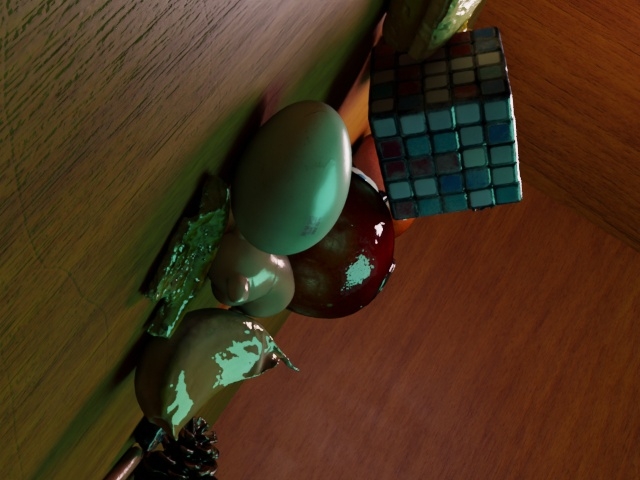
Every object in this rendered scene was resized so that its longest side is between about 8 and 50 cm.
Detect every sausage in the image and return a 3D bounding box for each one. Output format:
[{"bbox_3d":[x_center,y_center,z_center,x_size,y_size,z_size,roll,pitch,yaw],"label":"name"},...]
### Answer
[{"bbox_3d":[-0.479,0.556,1.897,0.186,0.043,0.043,-52,172,-52],"label":"sausage"}]

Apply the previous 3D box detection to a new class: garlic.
[{"bbox_3d":[-0.203,0.221,1.498,0.151,0.196,0.338,-25,178,44],"label":"garlic"}]

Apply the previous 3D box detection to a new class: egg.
[{"bbox_3d":[-0.044,-0.098,1.271,0.264,0.182,0.183,-67,171,27],"label":"egg"}]

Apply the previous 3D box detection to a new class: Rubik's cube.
[{"bbox_3d":[0.268,-0.252,1.736,0.293,0.291,0.287,-83,162,-47],"label":"Rubik's cube"}]

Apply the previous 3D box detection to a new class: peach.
[{"bbox_3d":[0.013,0.012,1.786,0.335,0.310,0.406,-53,177,-9],"label":"peach"}]

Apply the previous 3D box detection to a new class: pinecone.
[{"bbox_3d":[-0.389,0.622,2.211,0.244,0.244,0.309,-45,151,-67],"label":"pinecone"}]

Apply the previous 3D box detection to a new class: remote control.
[{"bbox_3d":[-0.313,0.328,1.941,0.399,0.062,0.144,-55,173,-11],"label":"remote control"}]

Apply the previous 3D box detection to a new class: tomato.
[{"bbox_3d":[0.185,-0.174,2.471,0.341,0.272,0.341,-45,-158,23],"label":"tomato"}]

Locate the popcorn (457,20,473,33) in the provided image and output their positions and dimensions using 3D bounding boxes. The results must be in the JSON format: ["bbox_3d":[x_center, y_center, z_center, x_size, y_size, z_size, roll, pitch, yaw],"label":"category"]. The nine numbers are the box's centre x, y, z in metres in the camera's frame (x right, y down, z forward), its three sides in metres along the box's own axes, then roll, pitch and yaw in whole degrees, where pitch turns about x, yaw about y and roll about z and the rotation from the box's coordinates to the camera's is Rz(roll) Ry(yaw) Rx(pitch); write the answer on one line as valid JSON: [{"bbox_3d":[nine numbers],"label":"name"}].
[{"bbox_3d":[0.254,-0.433,1.912,0.250,0.190,0.250,-17,117,-37],"label":"popcorn"}]

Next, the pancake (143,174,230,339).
[{"bbox_3d":[-0.207,0.034,1.261,0.197,0.054,0.377,-52,171,-42],"label":"pancake"}]

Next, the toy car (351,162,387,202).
[{"bbox_3d":[0.060,-0.090,2.250,0.190,0.188,0.255,-44,173,-29],"label":"toy car"}]

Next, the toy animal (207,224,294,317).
[{"bbox_3d":[-0.130,0.064,1.505,0.154,0.167,0.250,-15,160,8],"label":"toy animal"}]

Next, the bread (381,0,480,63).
[{"bbox_3d":[0.257,-0.536,1.552,0.236,0.165,0.375,-50,172,-25],"label":"bread"}]
